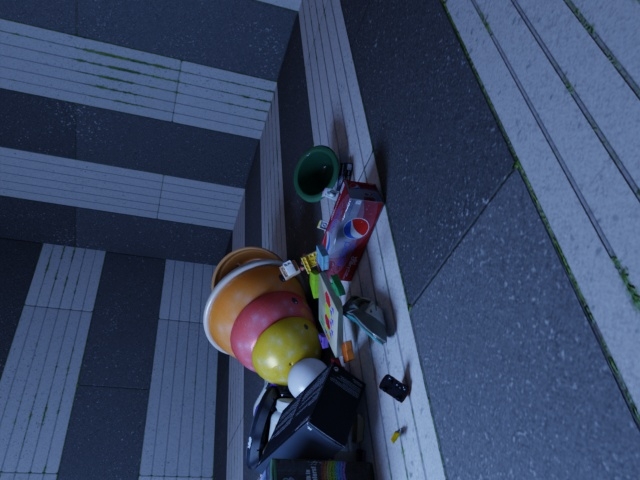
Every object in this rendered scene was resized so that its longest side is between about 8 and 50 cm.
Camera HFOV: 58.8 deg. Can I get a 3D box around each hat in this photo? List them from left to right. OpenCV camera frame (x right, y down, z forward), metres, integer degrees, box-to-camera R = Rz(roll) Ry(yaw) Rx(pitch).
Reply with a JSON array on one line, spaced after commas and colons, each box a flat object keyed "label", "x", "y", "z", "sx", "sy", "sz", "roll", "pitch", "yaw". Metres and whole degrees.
[{"label": "hat", "x": 0.034, "y": -0.189, "z": 1.764, "sx": 0.173, "sy": 0.183, "sz": 0.208, "roll": -53, "pitch": 50, "yaw": 16}]

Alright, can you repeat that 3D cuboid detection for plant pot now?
[{"label": "plant pot", "x": -0.246, "y": 0.165, "z": 2.122, "sx": 0.203, "sy": 0.290, "sz": 0.291, "roll": -112, "pitch": 31, "yaw": -89}]

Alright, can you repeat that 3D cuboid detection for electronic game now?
[{"label": "electronic game", "x": -0.158, "y": 0.519, "z": 1.581, "sx": 0.229, "sy": 0.048, "sz": 0.229, "roll": 12, "pitch": -90, "yaw": -78}]

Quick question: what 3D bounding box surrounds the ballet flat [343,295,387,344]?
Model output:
[{"label": "ballet flat", "x": 0.105, "y": 0.167, "z": 1.272, "sx": 0.068, "sy": 0.072, "sz": 0.213, "roll": -53, "pitch": 19, "yaw": -3}]

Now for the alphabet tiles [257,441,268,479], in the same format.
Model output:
[{"label": "alphabet tiles", "x": -0.135, "y": 0.672, "z": 1.625, "sx": 0.284, "sy": 0.021, "sz": 0.278, "roll": -48, "pitch": -41, "yaw": -68}]

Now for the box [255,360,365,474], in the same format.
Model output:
[{"label": "box", "x": -0.024, "y": 0.430, "z": 1.305, "sx": 0.261, "sy": 0.103, "sz": 0.184, "roll": -52, "pitch": 3, "yaw": 38}]

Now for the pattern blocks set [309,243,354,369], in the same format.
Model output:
[{"label": "pattern blocks set", "x": 0.027, "y": 0.182, "z": 1.379, "sx": 0.325, "sy": 0.026, "sz": 0.285, "roll": 94, "pitch": 159, "yaw": -48}]

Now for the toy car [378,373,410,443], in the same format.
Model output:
[{"label": "toy car", "x": 0.137, "y": 0.324, "z": 1.104, "sx": 0.040, "sy": 0.060, "sz": 0.122, "roll": 30, "pitch": -106, "yaw": -74}]

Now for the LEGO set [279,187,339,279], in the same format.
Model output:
[{"label": "LEGO set", "x": 0.000, "y": 0.000, "z": 1.586, "sx": 0.287, "sy": 0.132, "sz": 0.107, "roll": -59, "pitch": 11, "yaw": -3}]

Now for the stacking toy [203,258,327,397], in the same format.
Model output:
[{"label": "stacking toy", "x": -0.103, "y": 0.303, "z": 1.642, "sx": 0.480, "sy": 0.350, "sz": 0.351, "roll": 42, "pitch": 124, "yaw": 48}]

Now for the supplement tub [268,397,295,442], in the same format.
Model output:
[{"label": "supplement tub", "x": -0.067, "y": 0.533, "z": 1.517, "sx": 0.144, "sy": 0.144, "sz": 0.200, "roll": 161, "pitch": 117, "yaw": -72}]

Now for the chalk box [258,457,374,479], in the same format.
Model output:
[{"label": "chalk box", "x": -0.043, "y": 0.568, "z": 1.162, "sx": 0.180, "sy": 0.288, "sz": 0.179, "roll": -97, "pitch": 23, "yaw": -44}]

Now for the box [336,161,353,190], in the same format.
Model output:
[{"label": "box", "x": 0.069, "y": -0.183, "z": 1.642, "sx": 0.067, "sy": 0.018, "sz": 0.083, "roll": -160, "pitch": 80, "yaw": -74}]

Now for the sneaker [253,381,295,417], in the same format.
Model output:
[{"label": "sneaker", "x": -0.151, "y": 0.561, "z": 1.860, "sx": 0.146, "sy": 0.102, "sz": 0.294, "roll": -108, "pitch": 31, "yaw": -55}]

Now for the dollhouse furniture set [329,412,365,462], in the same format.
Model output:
[{"label": "dollhouse furniture set", "x": 0.049, "y": 0.447, "z": 1.282, "sx": 0.091, "sy": 0.081, "sz": 0.114, "roll": 142, "pitch": 134, "yaw": -67}]

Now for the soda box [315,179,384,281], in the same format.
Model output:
[{"label": "soda box", "x": 0.068, "y": -0.020, "z": 1.432, "sx": 0.083, "sy": 0.092, "sz": 0.263, "roll": -105, "pitch": 28, "yaw": -48}]
